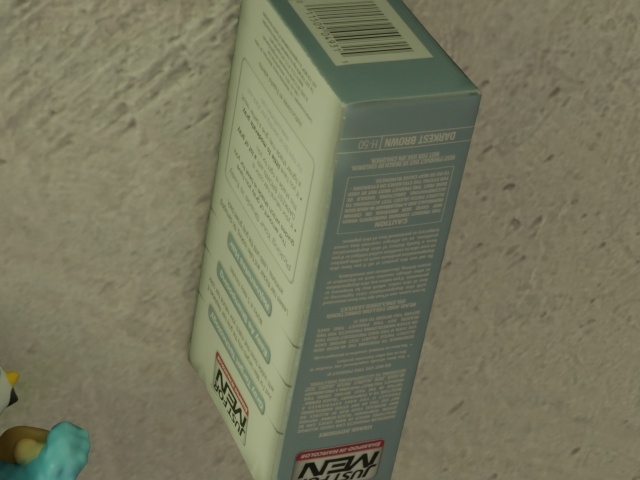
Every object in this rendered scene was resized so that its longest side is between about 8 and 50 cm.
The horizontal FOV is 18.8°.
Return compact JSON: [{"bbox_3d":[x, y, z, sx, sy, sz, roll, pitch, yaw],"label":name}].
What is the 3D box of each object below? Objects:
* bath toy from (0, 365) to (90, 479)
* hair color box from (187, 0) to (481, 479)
[{"bbox_3d":[-0.327,0.096,1.421,0.129,0.151,0.348,-26,131,26],"label":"bath toy"},{"bbox_3d":[0.000,0.000,1.473,0.114,0.185,0.374,-7,129,-24],"label":"hair color box"}]
